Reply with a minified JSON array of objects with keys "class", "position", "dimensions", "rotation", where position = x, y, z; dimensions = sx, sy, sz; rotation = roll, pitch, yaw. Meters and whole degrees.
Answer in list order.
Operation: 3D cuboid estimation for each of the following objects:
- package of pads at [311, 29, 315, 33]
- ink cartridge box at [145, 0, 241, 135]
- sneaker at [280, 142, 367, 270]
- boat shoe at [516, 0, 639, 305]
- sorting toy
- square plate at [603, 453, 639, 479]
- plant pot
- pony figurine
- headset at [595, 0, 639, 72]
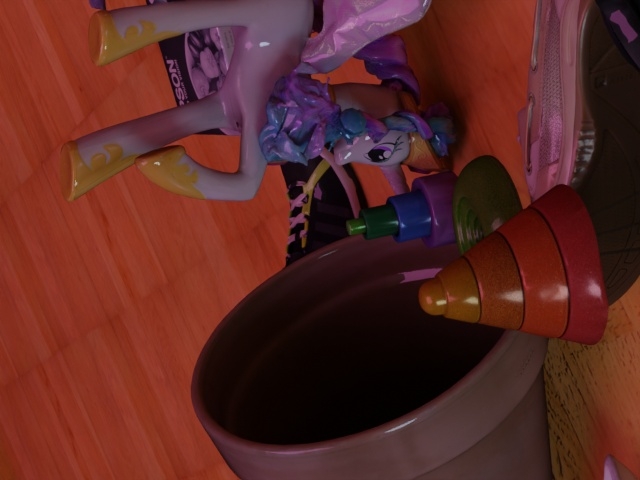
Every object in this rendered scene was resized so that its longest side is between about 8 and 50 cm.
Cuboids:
[{"class":"package of pads","position":[-0.037,-0.235,1.608],"dimensions":[0.083,0.032,0.050],"rotation":[17,124,54]},{"class":"ink cartridge box","position":[-0.143,-0.221,1.781],"dimensions":[0.208,0.045,0.206],"rotation":[7,116,59]},{"class":"sneaker","position":[0.000,0.000,1.638],"dimensions":[0.235,0.097,0.084],"rotation":[65,150,5]},{"class":"boat shoe","position":[0.207,-0.083,1.245],"dimensions":[0.098,0.109,0.302],"rotation":[-132,33,-52]},{"class":"sorting toy","position":[0.101,0.008,1.273],"dimensions":[0.365,0.126,0.127],"rotation":[-144,44,-72]},{"class":"square plate","position":[0.289,0.414,1.313],"dimensions":[0.344,0.049,0.347],"rotation":[-101,5,-55]},{"class":"plant pot","position":[0.085,0.182,1.460],"dimensions":[0.323,0.323,0.280],"rotation":[19,142,53]},{"class":"pony figurine","position":[-0.039,-0.191,1.393],"dimensions":[0.303,0.363,0.351],"rotation":[17,108,63]},{"class":"headset","position":[0.289,-0.139,0.944],"dimensions":[0.394,0.243,0.185],"rotation":[61,-162,-58]}]
